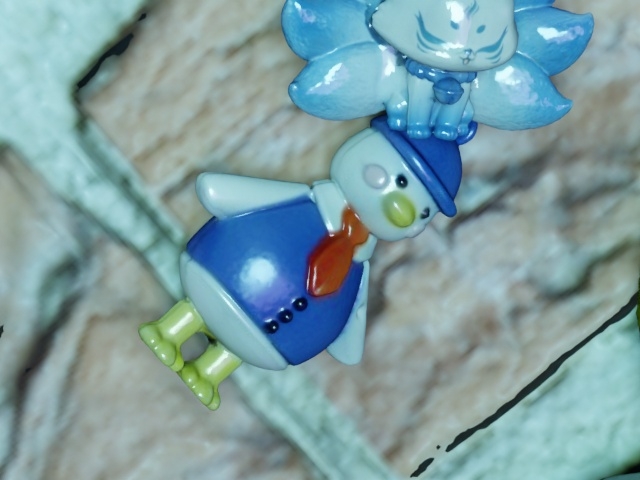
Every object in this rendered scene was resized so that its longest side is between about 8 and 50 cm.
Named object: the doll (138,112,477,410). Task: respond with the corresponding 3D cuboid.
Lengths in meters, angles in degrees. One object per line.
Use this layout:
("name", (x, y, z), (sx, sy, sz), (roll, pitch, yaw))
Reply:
("doll", (0.000, 0.000, 0.693), (0.143, 0.057, 0.099), (-39, 119, -3))

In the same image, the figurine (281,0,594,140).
("figurine", (0.041, -0.090, 0.656), (0.114, 0.079, 0.114), (-1, 108, -4))

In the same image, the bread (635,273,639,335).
("bread", (0.176, 0.019, 0.706), (0.114, 0.111, 0.129), (2, 130, -18))

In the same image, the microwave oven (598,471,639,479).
("microwave oven", (0.204, 0.175, 0.747), (0.241, 0.145, 0.194), (-6, 107, -10))
